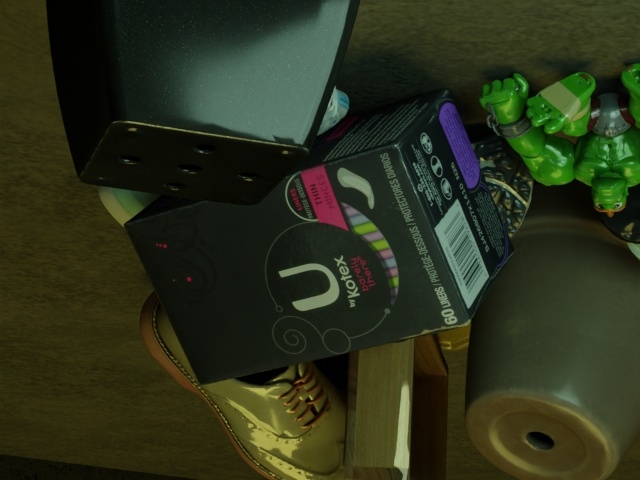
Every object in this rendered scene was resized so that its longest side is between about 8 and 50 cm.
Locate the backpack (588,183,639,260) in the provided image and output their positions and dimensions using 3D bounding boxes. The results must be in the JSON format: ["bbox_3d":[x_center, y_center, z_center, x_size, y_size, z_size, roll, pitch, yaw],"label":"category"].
[{"bbox_3d":[0.345,-0.029,1.338,0.152,0.115,0.182,-15,159,38],"label":"backpack"}]

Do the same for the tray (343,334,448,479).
[{"bbox_3d":[0.093,0.203,1.701,0.076,0.203,0.411,0,163,9],"label":"tray"}]

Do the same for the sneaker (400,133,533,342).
[{"bbox_3d":[0.114,-0.026,1.422,0.110,0.122,0.283,36,135,-5],"label":"sneaker"}]

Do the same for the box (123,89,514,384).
[{"bbox_3d":[0.000,0.000,1.257,0.270,0.165,0.143,-16,-164,29],"label":"box"}]

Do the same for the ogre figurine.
[{"bbox_3d":[0.238,-0.087,1.205,0.197,0.097,0.118,-15,143,4],"label":"ogre figurine"}]

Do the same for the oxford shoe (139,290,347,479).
[{"bbox_3d":[-0.050,0.199,1.824,0.397,0.140,0.146,40,156,-16],"label":"oxford shoe"}]

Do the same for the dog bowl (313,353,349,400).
[{"bbox_3d":[0.011,0.257,2.060,0.104,0.265,0.265,-1,163,-1],"label":"dog bowl"}]

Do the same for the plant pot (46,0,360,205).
[{"bbox_3d":[-0.082,-0.124,0.973,0.188,0.167,0.187,8,162,-18],"label":"plant pot"}]

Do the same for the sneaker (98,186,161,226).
[{"bbox_3d":[-0.073,-0.047,1.404,0.256,0.094,0.151,21,133,-11],"label":"sneaker"}]

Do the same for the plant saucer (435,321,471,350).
[{"bbox_3d":[0.104,0.057,1.708,0.333,0.081,0.333,8,162,-19],"label":"plant saucer"}]

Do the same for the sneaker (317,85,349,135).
[{"bbox_3d":[-0.011,-0.119,1.176,0.083,0.071,0.191,0,173,-17],"label":"sneaker"}]

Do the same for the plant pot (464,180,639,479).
[{"bbox_3d":[0.240,0.109,1.449,0.263,0.229,0.263,17,140,14],"label":"plant pot"}]
